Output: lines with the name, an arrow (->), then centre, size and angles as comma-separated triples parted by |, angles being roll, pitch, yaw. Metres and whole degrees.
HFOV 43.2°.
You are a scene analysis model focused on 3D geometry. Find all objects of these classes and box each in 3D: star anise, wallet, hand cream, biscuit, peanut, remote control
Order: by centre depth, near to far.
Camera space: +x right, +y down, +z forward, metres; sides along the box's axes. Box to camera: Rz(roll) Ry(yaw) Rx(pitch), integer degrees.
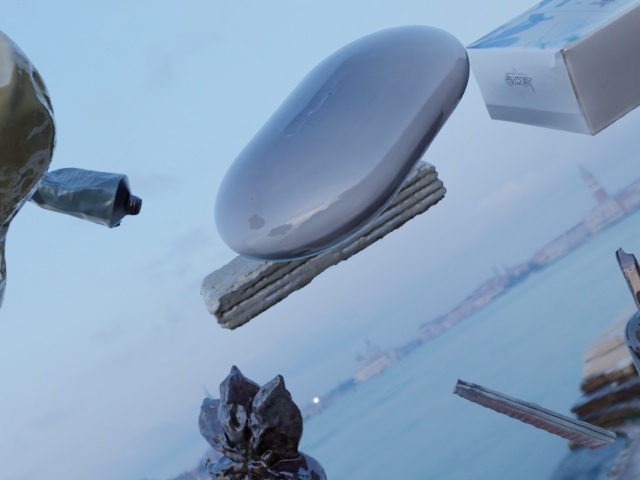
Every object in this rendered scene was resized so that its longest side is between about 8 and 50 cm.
peanut -> -0.176, -0.011, 0.380 | 0.187, 0.082, 0.082 | -64, -20, 16
hand cream -> -0.274, -0.069, 0.700 | 0.075, 0.247, 0.052 | -74, 6, -57
remote control -> 0.021, -0.106, 0.817 | 0.221, 0.103, 0.332 | 3, 46, 47
star anise -> -0.072, 0.244, 0.906 | 0.197, 0.212, 0.073 | -26, 1, 45
wallet -> 0.263, 0.219, 1.020 | 0.103, 0.196, 0.020 | 75, -144, -70
biscuit -> 0.000, 0.000, 1.314 | 0.426, 0.078, 0.144 | -32, 17, -5

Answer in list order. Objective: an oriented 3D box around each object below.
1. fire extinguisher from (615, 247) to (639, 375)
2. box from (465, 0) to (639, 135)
fire extinguisher -> 0.384, 0.114, 0.933 | 0.075, 0.106, 0.252 | -37, -53, 1
box -> 0.347, -0.247, 0.973 | 0.274, 0.116, 0.203 | -32, 23, -11
